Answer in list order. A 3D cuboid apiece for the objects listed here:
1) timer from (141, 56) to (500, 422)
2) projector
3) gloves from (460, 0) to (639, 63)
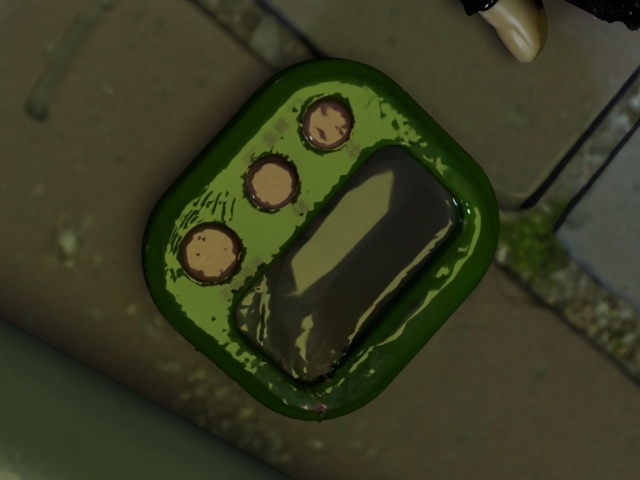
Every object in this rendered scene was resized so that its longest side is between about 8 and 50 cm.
[{"bbox_3d":[0.000,0.000,0.629,0.128,0.047,0.140,43,88,-17],"label":"timer"},{"bbox_3d":[-0.084,0.118,0.599,0.337,0.108,0.108,32,92,-18],"label":"projector"},{"bbox_3d":[0.103,-0.144,0.596,0.180,0.106,0.129,31,90,-15],"label":"gloves"}]
